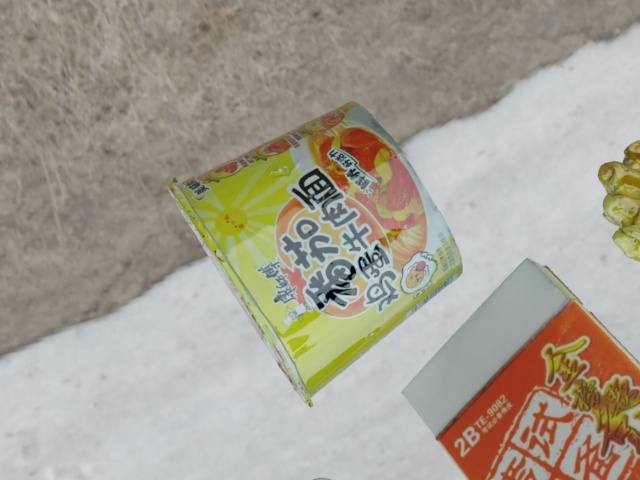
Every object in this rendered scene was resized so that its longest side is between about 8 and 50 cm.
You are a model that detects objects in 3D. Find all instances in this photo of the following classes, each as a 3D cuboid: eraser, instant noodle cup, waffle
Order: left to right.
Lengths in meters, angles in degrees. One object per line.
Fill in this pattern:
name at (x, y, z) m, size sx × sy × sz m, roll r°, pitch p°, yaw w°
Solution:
instant noodle cup at (0.000, 0.000, 1.164) m, size 0.200 × 0.264 × 0.264 m, roll -33°, pitch 140°, yaw -5°
eraser at (0.177, 0.141, 0.899) m, size 0.157 × 0.230 × 0.038 m, roll -49°, pitch 141°, yaw 13°
waffle at (0.412, -0.058, 1.286) m, size 0.229 × 0.219 × 0.057 m, roll -60°, pitch 159°, yaw -26°

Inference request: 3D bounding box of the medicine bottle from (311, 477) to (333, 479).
medicine bottle at (0.026, 0.338, 1.476) m, size 0.080 × 0.080 × 0.130 m, roll -35°, pitch 146°, yaw 10°
